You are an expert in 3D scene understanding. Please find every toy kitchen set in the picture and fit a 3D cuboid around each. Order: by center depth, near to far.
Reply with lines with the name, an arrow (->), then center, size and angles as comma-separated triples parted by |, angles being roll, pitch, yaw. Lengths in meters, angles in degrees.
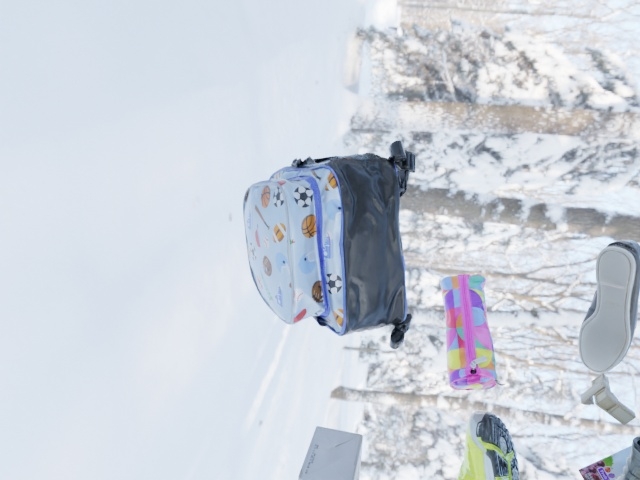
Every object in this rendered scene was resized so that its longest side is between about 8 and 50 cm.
toy kitchen set -> 0.633, 0.359, 1.077 | 0.068, 0.075, 0.083 | -57, 174, 31

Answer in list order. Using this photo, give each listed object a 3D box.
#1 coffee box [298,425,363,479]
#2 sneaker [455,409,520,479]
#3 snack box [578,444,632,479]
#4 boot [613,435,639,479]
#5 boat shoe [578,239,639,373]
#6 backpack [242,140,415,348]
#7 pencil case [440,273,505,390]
coffee box -> 0.019, 0.604, 1.099 | 0.168, 0.119, 0.297 | -54, 149, -67
sneaker -> 0.299, 0.514, 0.930 | 0.145, 0.147, 0.384 | -12, 99, -54
snack box -> 0.657, 0.498, 0.953 | 0.070, 0.207, 0.174 | 40, 21, -38
boot -> 0.536, 0.401, 0.795 | 0.246, 0.083, 0.161 | 25, 94, -45
boat shoe -> 0.692, 0.157, 1.137 | 0.095, 0.112, 0.335 | -19, 117, -34
backpack -> 0.000, 0.000, 0.716 | 0.263, 0.213, 0.276 | -159, -111, -71
pencil case -> 0.293, 0.180, 0.962 | 0.104, 0.104, 0.236 | 83, 7, -57
